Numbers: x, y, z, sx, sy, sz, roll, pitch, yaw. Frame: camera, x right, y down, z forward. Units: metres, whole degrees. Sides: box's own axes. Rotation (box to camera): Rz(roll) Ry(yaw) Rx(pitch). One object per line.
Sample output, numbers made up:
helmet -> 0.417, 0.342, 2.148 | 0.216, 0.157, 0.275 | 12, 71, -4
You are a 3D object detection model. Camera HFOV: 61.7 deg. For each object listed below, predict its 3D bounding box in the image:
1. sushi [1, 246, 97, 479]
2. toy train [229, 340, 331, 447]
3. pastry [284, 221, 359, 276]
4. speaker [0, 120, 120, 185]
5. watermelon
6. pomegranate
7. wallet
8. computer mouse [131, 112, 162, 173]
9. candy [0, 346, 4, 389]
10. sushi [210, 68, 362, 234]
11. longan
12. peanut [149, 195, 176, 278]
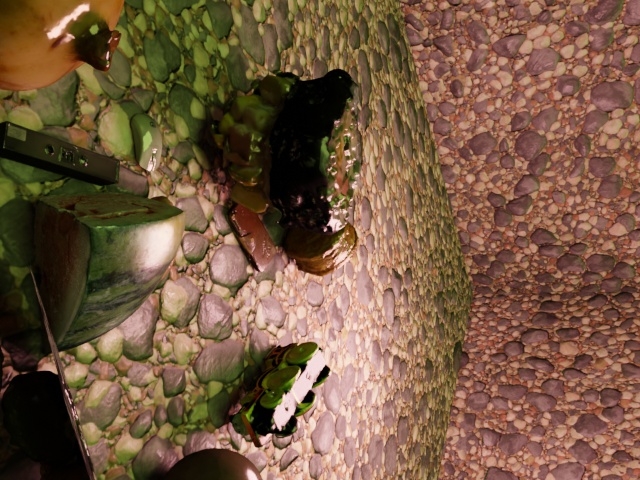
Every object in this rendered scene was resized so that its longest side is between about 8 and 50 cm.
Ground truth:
sushi -> -0.306, 0.232, 0.614 | 0.064, 0.343, 0.360 | -16, 121, -27
toy train -> -0.089, 0.332, 1.192 | 0.296, 0.160, 0.101 | -44, 115, -58
pastry -> 0.000, 0.000, 1.372 | 0.103, 0.188, 0.189 | 54, 41, -38
speaker -> -0.389, -0.125, 0.799 | 0.191, 0.046, 0.040 | 19, 69, -60
watermelon -> -0.341, 0.023, 0.806 | 0.262, 0.201, 0.213 | -57, 165, 25
pomegranate -> -0.376, -0.330, 0.623 | 0.307, 0.307, 0.308 | 13, 75, -61
wallet -> -0.156, -0.016, 1.245 | 0.095, 0.026, 0.176 | -59, 136, -44
computer mouse -> -0.309, -0.176, 0.969 | 0.055, 0.032, 0.110 | -10, 96, -61
candy -> -0.441, 0.131, 0.500 | 0.259, 0.118, 0.260 | 0, 89, -27
sushi -> -0.065, -0.188, 1.193 | 0.329, 0.285, 0.328 | 76, 24, -51
longan -> -0.195, 0.472, 0.931 | 0.197, 0.196, 0.220 | 67, 32, -32
peanut -> -0.288, -0.003, 0.943 | 0.076, 0.076, 0.152 | 2, 90, -62
